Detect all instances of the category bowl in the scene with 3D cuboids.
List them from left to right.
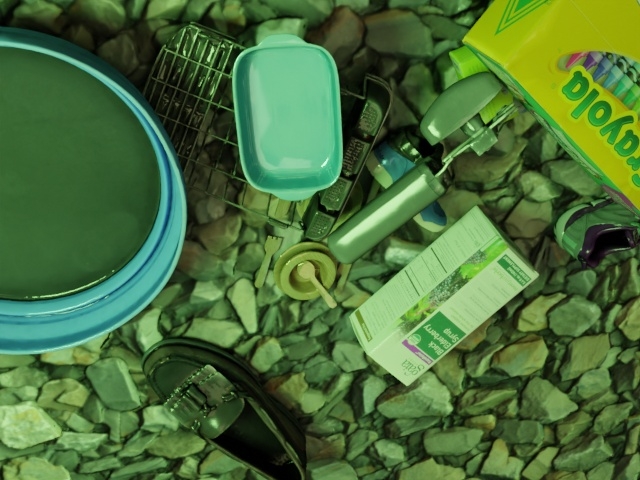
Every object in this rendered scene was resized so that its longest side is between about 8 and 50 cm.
[{"bbox_3d":[-0.341,-0.051,1.165,0.391,0.077,0.391,-3,123,-4],"label":"bowl"}]

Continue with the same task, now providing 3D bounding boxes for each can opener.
[{"bbox_3d":[0.110,-0.088,1.260,0.283,0.076,0.095,-38,92,21],"label":"can opener"}]

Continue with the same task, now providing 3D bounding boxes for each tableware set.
[{"bbox_3d":[0.000,0.000,1.358,0.128,0.039,0.194,7,119,-21],"label":"tableware set"}]

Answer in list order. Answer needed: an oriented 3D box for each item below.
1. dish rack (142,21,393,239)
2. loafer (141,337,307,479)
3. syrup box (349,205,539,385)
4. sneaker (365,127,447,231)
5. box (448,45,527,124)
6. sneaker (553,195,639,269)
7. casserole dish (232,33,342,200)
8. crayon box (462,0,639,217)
[{"bbox_3d":[-0.072,-0.128,1.220,0.271,0.074,0.208,21,113,-8],"label":"dish rack"},{"bbox_3d":[-0.117,0.240,1.443,0.109,0.095,0.302,-41,124,11],"label":"loafer"},{"bbox_3d":[0.162,0.076,1.423,0.237,0.096,0.093,-42,124,11],"label":"syrup box"},{"bbox_3d":[0.133,-0.078,1.335,0.084,0.058,0.152,-37,119,19],"label":"sneaker"},{"bbox_3d":[0.257,-0.217,1.293,0.178,0.042,0.109,-25,126,1],"label":"box"},{"bbox_3d":[0.434,-0.030,1.434,0.223,0.098,0.083,-30,126,4],"label":"sneaker"},{"bbox_3d":[-0.034,-0.136,1.154,0.114,0.037,0.188,-3,116,3],"label":"casserole dish"},{"bbox_3d":[0.389,-0.234,1.244,0.363,0.106,0.313,36,95,-36],"label":"crayon box"}]
